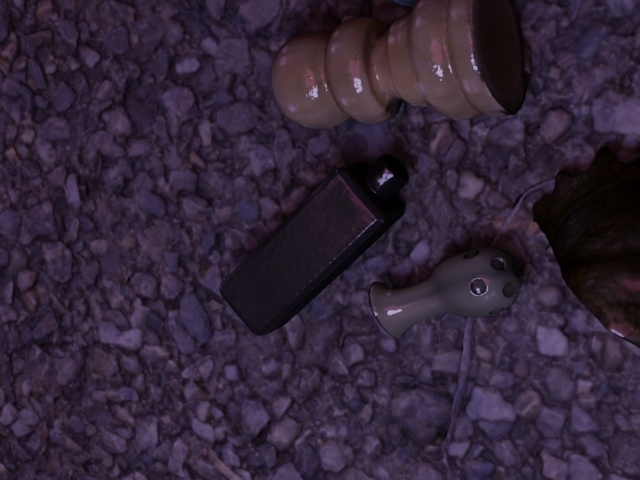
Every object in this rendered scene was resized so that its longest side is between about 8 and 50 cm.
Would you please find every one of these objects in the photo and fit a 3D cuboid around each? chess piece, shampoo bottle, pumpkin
[{"bbox_3d":[0.068,-0.174,1.112,0.260,0.142,0.143,-9,95,30],"label":"chess piece"},{"bbox_3d":[0.000,0.000,1.194,0.246,0.080,0.079,-44,81,24],"label":"shampoo bottle"},{"bbox_3d":[0.312,0.008,1.019,0.254,0.149,0.130,36,119,16],"label":"pumpkin"}]

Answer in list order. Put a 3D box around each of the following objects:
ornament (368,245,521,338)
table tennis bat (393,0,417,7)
[{"bbox_3d":[0.136,0.051,1.147,0.156,0.081,0.075,-21,123,29],"label":"ornament"},{"bbox_3d":[0.145,-0.305,1.103,0.237,0.038,0.149,16,104,26],"label":"table tennis bat"}]
